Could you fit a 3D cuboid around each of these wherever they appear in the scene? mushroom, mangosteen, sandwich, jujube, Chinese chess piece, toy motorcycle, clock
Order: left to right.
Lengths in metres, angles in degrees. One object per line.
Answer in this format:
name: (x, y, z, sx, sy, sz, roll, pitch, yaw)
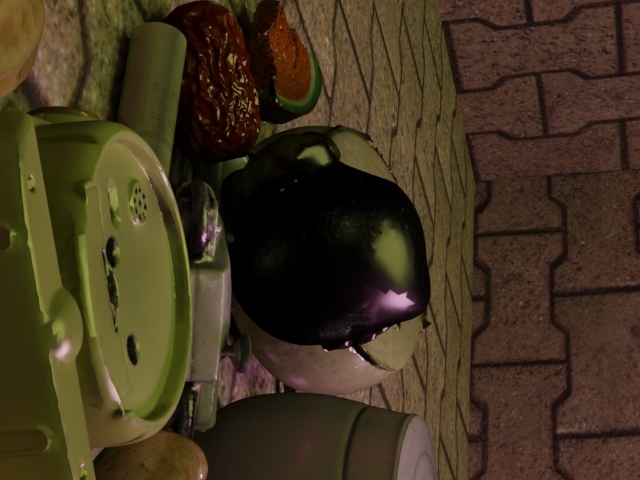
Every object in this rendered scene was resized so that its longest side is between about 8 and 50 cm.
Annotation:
clock: (-0.187, 0.034, 0.904, 0.348, 0.117, 0.286, -47, 130, -75)
mushroom: (-0.146, 0.240, 0.980, 0.166, 0.127, 0.166, 22, 90, -80)
toy motorcycle: (-0.133, 0.064, 1.169, 0.171, 0.110, 0.260, -138, -129, -74)
jujube: (-0.125, -0.170, 1.281, 0.112, 0.109, 0.176, 162, -83, -68)
sandwich: (-0.068, -0.223, 1.580, 0.235, 0.079, 0.159, -80, 151, -54)
mangosteen: (0.000, 0.000, 1.240, 0.243, 0.243, 0.242, -4, 90, -76)
Chinese chess piece: (0.011, 0.024, 1.526, 0.349, 0.146, 0.349, 39, 44, -51)

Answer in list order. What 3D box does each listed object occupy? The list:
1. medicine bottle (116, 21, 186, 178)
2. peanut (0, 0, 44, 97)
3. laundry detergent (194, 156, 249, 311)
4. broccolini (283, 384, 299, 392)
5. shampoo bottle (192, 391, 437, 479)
medicine bottle: (-0.171, -0.105, 1.152, 0.059, 0.059, 0.230, 63, 27, -57)
peanut: (-0.262, -0.115, 0.667, 0.305, 0.147, 0.147, -59, 143, -59)
laundry detergent: (-0.111, -0.038, 1.348, 0.099, 0.070, 0.225, 53, 37, -60)
broccolini: (-0.030, 0.188, 1.640, 0.058, 0.067, 0.216, 14, 75, -61)
shampoo bottle: (-0.010, 0.299, 1.265, 0.273, 0.266, 0.273, -3, 90, -76)
